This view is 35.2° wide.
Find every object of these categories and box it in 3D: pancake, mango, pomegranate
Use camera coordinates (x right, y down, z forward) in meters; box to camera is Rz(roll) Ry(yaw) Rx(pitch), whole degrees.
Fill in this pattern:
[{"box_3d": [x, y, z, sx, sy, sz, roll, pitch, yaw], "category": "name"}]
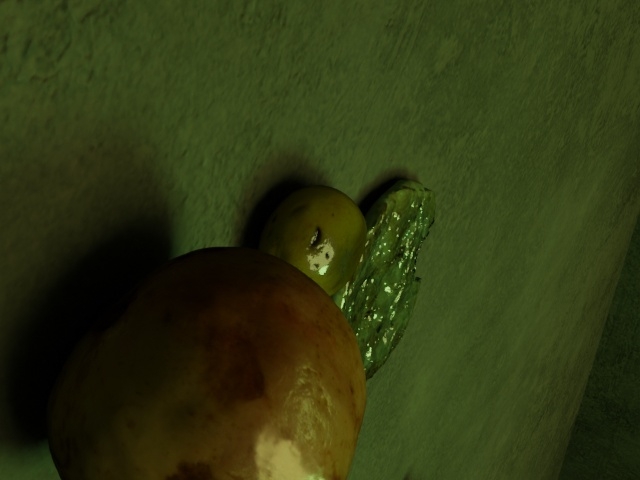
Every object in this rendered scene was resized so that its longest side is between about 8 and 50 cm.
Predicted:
[{"box_3d": [0.062, 0.048, 1.108, 0.253, 0.037, 0.253, -45, 148, -39], "category": "pancake"}, {"box_3d": [0.000, 0.000, 0.890, 0.161, 0.076, 0.103, -25, 128, -68], "category": "mango"}, {"box_3d": [-0.065, 0.118, 0.679, 0.215, 0.215, 0.215, -46, 150, -38], "category": "pomegranate"}]
